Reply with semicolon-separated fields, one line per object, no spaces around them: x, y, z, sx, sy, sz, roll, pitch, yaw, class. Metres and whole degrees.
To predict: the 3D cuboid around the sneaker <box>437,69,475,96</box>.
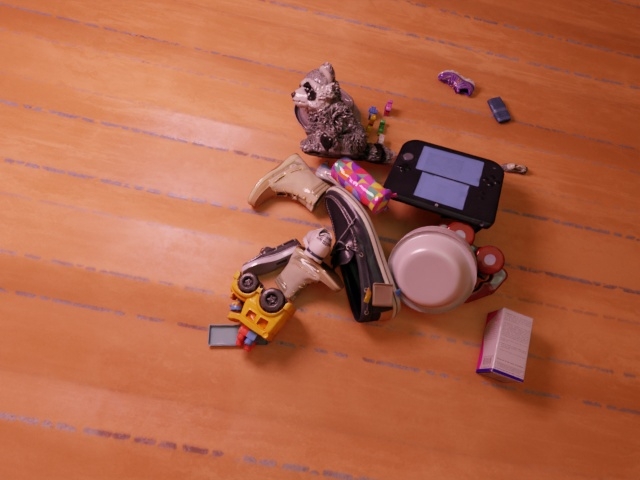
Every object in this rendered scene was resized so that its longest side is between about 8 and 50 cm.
0.583;-0.674;1.775;0.170;0.068;0.071;23;75;1;sneaker

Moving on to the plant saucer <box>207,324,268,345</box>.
-0.266;0.308;1.343;0.192;0.018;0.067;1;70;-6;plant saucer

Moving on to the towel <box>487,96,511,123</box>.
0.766;-0.559;1.775;0.067;0.029;0.119;-14;74;-12;towel

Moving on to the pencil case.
0.142;-0.190;1.416;0.104;0.104;0.236;-38;65;-18;pencil case

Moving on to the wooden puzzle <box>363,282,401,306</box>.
0.195;0.171;1.302;0.117;0.014;0.078;12;83;-13;wooden puzzle

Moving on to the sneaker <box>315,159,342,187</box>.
0.094;-0.216;1.534;0.237;0.085;0.086;33;92;6;sneaker

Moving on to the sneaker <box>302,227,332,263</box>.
0.000;0.000;1.380;0.090;0.235;0.094;29;102;-13;sneaker

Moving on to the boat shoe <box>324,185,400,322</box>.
0.107;0.045;1.398;0.156;0.187;0.499;-16;78;-19;boat shoe

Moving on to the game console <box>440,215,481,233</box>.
0.530;-0.079;1.512;0.085;0.144;0.124;-26;76;-14;game console

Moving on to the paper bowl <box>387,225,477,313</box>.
0.360;0.102;1.349;0.285;0.148;0.284;4;102;21;paper bowl

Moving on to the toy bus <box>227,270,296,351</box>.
-0.218;0.230;1.309;0.220;0.149;0.211;32;77;12;toy bus

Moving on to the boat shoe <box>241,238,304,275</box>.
-0.169;0.051;1.418;0.229;0.080;0.076;-23;59;-12;boat shoe

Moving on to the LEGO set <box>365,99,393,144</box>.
0.227;-0.479;1.644;0.087;0.093;0.227;14;70;-2;LEGO set

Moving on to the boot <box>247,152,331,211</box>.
-0.110;-0.167;1.488;0.203;0.095;0.262;44;73;9;boot

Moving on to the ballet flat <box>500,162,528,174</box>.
0.790;-0.297;1.679;0.115;0.041;0.041;10;70;-3;ballet flat

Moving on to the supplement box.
0.617;0.353;1.387;0.114;0.111;0.219;20;70;0;supplement box

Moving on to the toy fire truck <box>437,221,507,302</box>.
0.478;0.089;1.455;0.302;0.169;0.254;42;95;9;toy fire truck

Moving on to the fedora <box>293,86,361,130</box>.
0.036;-0.524;1.620;0.276;0.124;0.243;17;70;-1;fedora

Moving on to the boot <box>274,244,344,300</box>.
-0.041;0.139;1.360;0.213;0.077;0.165;40;102;22;boot

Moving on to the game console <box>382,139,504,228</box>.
0.447;-0.217;1.482;0.387;0.060;0.342;19;48;13;game console

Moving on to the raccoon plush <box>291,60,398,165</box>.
0.094;-0.450;1.512;0.447;0.216;0.298;2;96;-41;raccoon plush
